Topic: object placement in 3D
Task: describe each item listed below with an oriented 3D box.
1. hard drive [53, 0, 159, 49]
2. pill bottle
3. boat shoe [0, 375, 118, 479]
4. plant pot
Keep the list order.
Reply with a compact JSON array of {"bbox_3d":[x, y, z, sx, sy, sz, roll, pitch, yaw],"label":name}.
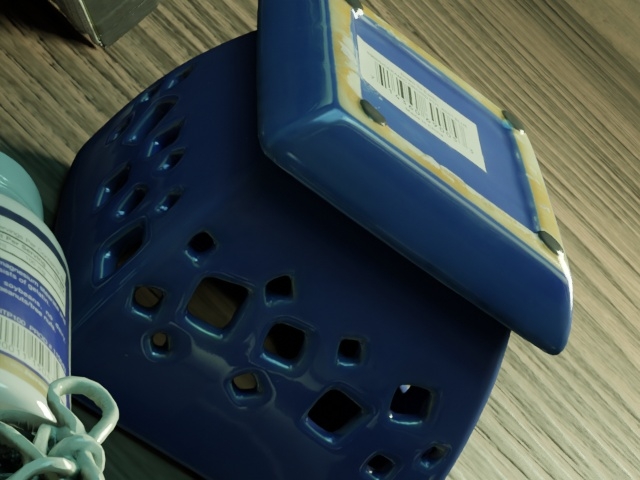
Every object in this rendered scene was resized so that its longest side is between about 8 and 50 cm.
[{"bbox_3d":[-0.209,-0.258,1.003,0.237,0.064,0.339,49,-5,4],"label":"hard drive"},{"bbox_3d":[-0.164,0.040,0.699,0.112,0.112,0.187,31,25,-27],"label":"pill bottle"},{"bbox_3d":[-0.111,0.105,0.562,0.306,0.105,0.113,51,10,-36],"label":"boat shoe"},{"bbox_3d":[0.000,0.000,0.909,0.236,0.212,0.236,35,25,-21],"label":"plant pot"}]
